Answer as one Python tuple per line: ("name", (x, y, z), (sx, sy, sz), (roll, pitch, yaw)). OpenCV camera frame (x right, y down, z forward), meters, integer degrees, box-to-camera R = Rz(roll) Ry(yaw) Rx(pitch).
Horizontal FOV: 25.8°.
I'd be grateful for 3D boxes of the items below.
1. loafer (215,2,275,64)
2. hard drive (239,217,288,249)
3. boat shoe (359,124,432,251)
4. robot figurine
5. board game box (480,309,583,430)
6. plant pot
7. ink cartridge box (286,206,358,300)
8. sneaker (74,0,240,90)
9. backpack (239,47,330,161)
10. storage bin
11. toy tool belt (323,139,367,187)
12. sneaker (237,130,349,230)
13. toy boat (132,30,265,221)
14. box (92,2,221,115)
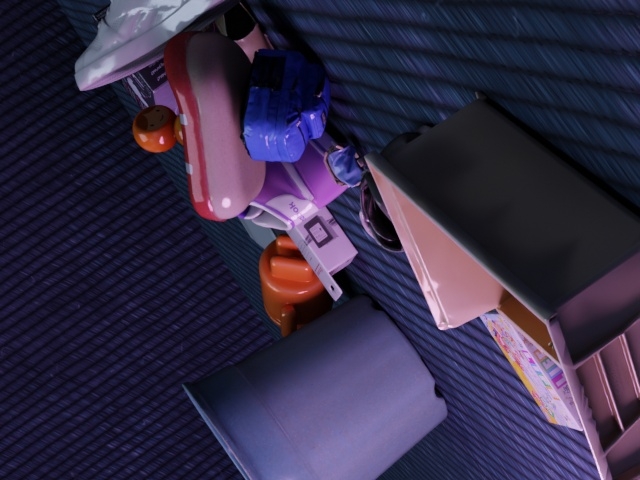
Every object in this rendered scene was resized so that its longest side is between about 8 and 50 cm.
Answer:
("loafer", (-0.094, -0.251, 1.802), (0.148, 0.056, 0.050), (55, 177, 0))
("hard drive", (-0.116, -0.051, 2.665), (0.203, 0.040, 0.307), (59, 171, -22))
("boat shoe", (0.078, -0.043, 1.532), (0.112, 0.095, 0.335), (54, 171, 6))
("robot figurine", (-0.039, 0.073, 2.401), (0.158, 0.128, 0.219), (59, 165, 30))
("board game box", (0.241, 0.137, 1.555), (0.154, 0.026, 0.103), (56, 170, -3))
("plant pot", (0.006, 0.283, 2.298), (0.341, 0.334, 0.341), (54, 170, 14))
("ink cartridge box", (0.000, 0.000, 2.185), (0.180, 0.060, 0.104), (55, 170, 5))
("sneaker", (-0.226, -0.316, 1.735), (0.169, 0.292, 0.108), (60, -149, -1))
("backpack", (-0.044, -0.155, 1.653), (0.101, 0.120, 0.098), (6, 154, 17))
("storage bin", (0.190, 0.046, 1.200), (0.262, 0.123, 0.260), (45, 166, 46))
("toy tool belt", (0.040, -0.086, 1.719), (0.083, 0.052, 0.051), (54, 179, 8))
("sneaker", (-0.082, -0.118, 1.857), (0.102, 0.161, 0.282), (48, 179, -43))
("toy boat", (-0.159, -0.141, 1.712), (0.151, 0.151, 0.231), (-53, -40, -65))
("box", (-0.205, -0.271, 1.961), (0.142, 0.163, 0.247), (52, 171, 4))
